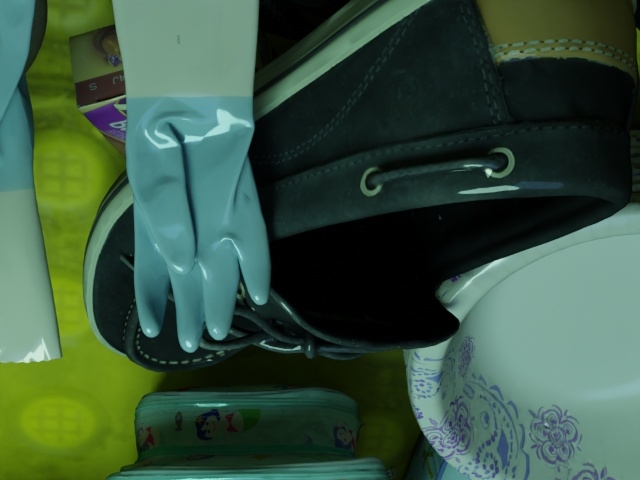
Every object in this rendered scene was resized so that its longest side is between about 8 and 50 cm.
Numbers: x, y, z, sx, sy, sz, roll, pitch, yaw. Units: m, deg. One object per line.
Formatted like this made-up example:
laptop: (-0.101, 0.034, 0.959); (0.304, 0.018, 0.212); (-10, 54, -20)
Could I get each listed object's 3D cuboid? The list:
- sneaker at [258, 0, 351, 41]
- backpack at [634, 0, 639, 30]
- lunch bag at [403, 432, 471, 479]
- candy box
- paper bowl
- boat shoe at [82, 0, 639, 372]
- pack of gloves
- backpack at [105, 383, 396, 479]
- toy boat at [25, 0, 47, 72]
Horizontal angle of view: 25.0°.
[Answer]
sneaker: (0.004, -0.167, 0.883); (0.283, 0.107, 0.124); (28, 154, -33)
backpack: (0.365, -0.189, 0.782); (0.355, 0.273, 0.290); (-15, 124, 34)
lunch bag: (0.159, 0.218, 1.199); (0.176, 0.090, 0.219); (8, 129, -8)
candy box: (-0.072, -0.081, 0.910); (0.109, 0.053, 0.187); (-14, 160, 8)
paper bowl: (0.197, 0.045, 1.017); (0.284, 0.148, 0.284); (-1, 130, -1)
boat shoe: (0.000, 0.000, 0.867); (0.186, 0.156, 0.500); (4, 156, -35)
pack of gloves: (-0.124, -0.053, 0.777); (0.195, 0.046, 0.232); (-1, 97, 0)
backpack: (-0.054, 0.203, 1.074); (0.225, 0.191, 0.253); (0, 174, -1)
toy boat: (-0.276, -0.070, 0.852); (0.267, 0.148, 0.318); (-14, 87, 3)
